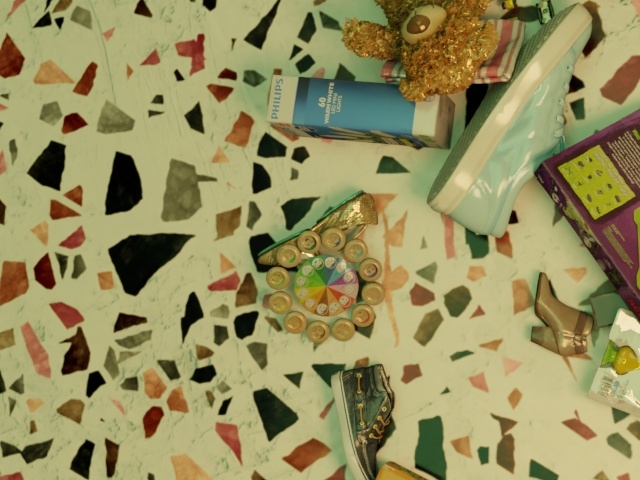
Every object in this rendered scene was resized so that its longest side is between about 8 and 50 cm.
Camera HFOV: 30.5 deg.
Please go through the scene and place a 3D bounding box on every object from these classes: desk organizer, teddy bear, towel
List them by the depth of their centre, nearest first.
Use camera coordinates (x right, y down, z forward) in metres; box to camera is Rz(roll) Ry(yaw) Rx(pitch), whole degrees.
[{"bbox_3d":[0.455,0.090,1.680,0.130,0.050,0.047,-14,81,14],"label":"desk organizer"},{"bbox_3d":[0.151,-0.353,1.722,0.245,0.113,0.338,-1,48,18],"label":"teddy bear"},{"bbox_3d":[0.198,-0.283,1.739,0.197,0.029,0.144,2,44,19],"label":"towel"}]

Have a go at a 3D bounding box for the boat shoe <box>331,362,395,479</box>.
[{"bbox_3d":[0.076,0.278,1.760,0.083,0.065,0.183,-17,79,15],"label":"boat shoe"}]

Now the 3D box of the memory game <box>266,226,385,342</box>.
[{"bbox_3d":[0.007,0.071,1.794,0.186,0.012,0.186,0,103,1],"label":"memory game"}]

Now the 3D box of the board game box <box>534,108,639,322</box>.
[{"bbox_3d":[0.480,-0.007,1.640,0.208,0.056,0.347,-28,75,-15],"label":"board game box"}]

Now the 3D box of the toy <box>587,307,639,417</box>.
[{"bbox_3d":[0.510,0.197,1.648,0.237,0.056,0.137,19,93,8],"label":"toy"}]

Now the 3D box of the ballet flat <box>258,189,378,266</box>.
[{"bbox_3d":[0.000,0.000,1.814,0.206,0.073,0.067,-32,85,13],"label":"ballet flat"}]

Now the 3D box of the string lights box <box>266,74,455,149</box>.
[{"bbox_3d":[0.063,-0.195,1.782,0.260,0.133,0.076,6,87,17],"label":"string lights box"}]

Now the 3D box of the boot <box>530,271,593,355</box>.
[{"bbox_3d":[0.356,0.109,1.716,0.087,0.042,0.118,7,87,10],"label":"boot"}]

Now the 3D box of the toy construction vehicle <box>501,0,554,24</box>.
[{"bbox_3d":[0.312,-0.346,1.783,0.086,0.035,0.098,-15,84,19],"label":"toy construction vehicle"}]

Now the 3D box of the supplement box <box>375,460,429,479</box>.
[{"bbox_3d":[0.083,0.447,1.735,0.078,0.080,0.233,26,93,16],"label":"supplement box"}]

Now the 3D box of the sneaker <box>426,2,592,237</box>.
[{"bbox_3d":[0.311,-0.168,1.727,0.150,0.135,0.366,33,96,-9],"label":"sneaker"}]
